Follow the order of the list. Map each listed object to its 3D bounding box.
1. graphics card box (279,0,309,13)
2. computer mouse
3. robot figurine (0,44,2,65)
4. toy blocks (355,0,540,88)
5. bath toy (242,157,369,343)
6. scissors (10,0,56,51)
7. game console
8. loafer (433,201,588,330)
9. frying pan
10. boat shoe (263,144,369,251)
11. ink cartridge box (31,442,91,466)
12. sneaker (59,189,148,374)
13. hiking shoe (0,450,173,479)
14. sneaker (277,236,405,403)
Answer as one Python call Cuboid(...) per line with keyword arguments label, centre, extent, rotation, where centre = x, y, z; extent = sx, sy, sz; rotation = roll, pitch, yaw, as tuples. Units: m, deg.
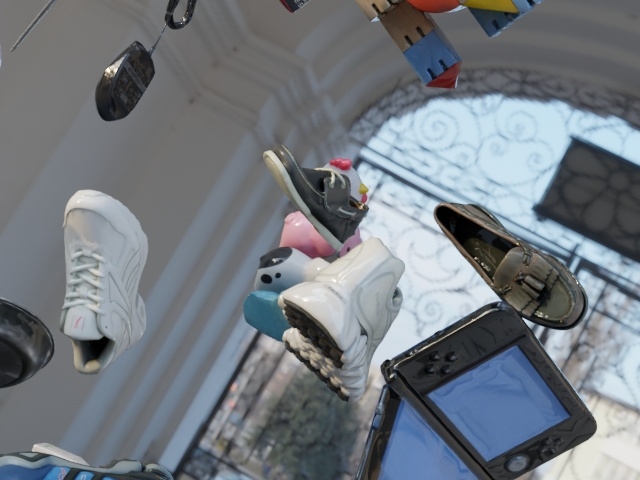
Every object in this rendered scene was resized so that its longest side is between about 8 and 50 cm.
Cuboid(label="graphics card box", centre=(0.027, -0.593, 1.855), extent=(0.233, 0.371, 0.094), rotation=(56, 7, 22))
Cuboid(label="computer mouse", centre=(-0.225, -0.256, 1.388), extent=(0.041, 0.242, 0.071), rotation=(19, -22, 25))
Cuboid(label="robot figurine", centre=(-0.622, -0.278, 1.678), extent=(0.278, 0.209, 0.173), rotation=(-12, -6, 39))
Cuboid(label="toy blocks", centre=(0.171, -0.350, 1.234), extent=(0.261, 0.381, 0.191), rotation=(54, 21, -1))
Cuboid(label="bath toy", centre=(0.000, 0.000, 1.681), extent=(0.151, 0.348, 0.129), rotation=(24, -44, -2))
Cuboid(label="scissors", centre=(-0.448, -0.451, 1.891), extent=(0.021, 0.297, 0.109), rotation=(42, -10, -16))
Cuboid(label="game console", centre=(0.196, 0.259, 1.287), extent=(0.293, 0.250, 0.173), rotation=(49, 16, -36))
Cuboid(label="loafer", centre=(0.250, 0.032, 1.487), extent=(0.084, 0.096, 0.267), rotation=(19, 19, -45))
Cuboid(label="frying pan", centre=(-0.487, 0.164, 1.420), extent=(0.197, 0.053, 0.326), rotation=(32, -51, -31))
Cuboid(label="boat shoe", centre=(-0.004, -0.067, 1.379), extent=(0.084, 0.079, 0.233), rotation=(52, 4, 32))
Cuboid(label="ink cartridge box", centre=(-0.469, 0.508, 2.043), extent=(0.224, 0.181, 0.056), rotation=(19, 1, 16))
Cuboid(label="sneaker", centre=(-0.250, 0.056, 1.209), extent=(0.090, 0.115, 0.232), rotation=(5, -56, 12))
Cuboid(label="hiking shoe", centre=(-0.259, 0.289, 1.123), extent=(0.304, 0.113, 0.132), rotation=(2, 13, -40))
Cuboid(label="sneaker", centre=(0.031, 0.084, 1.100), extent=(0.110, 0.118, 0.292), rotation=(40, -15, 10))
